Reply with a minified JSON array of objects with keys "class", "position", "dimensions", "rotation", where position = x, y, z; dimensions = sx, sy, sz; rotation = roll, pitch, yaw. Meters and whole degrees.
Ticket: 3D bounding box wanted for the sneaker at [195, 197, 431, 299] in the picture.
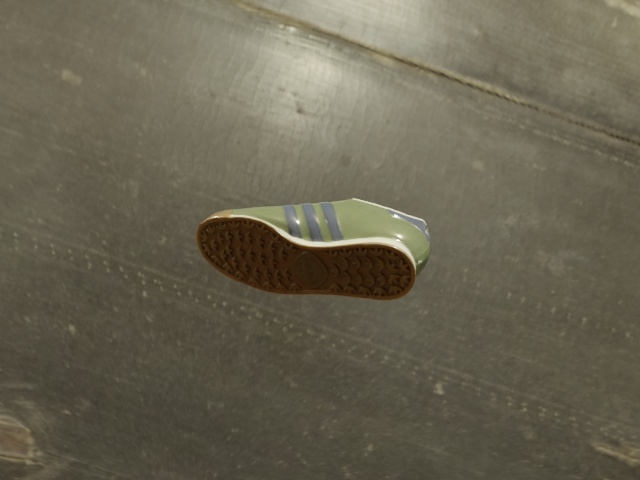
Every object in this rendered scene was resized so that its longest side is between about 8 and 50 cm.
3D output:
[{"class":"sneaker","position":[0.000,0.000,0.626],"dimensions":[0.192,0.064,0.086],"rotation":[8,27,25]}]
